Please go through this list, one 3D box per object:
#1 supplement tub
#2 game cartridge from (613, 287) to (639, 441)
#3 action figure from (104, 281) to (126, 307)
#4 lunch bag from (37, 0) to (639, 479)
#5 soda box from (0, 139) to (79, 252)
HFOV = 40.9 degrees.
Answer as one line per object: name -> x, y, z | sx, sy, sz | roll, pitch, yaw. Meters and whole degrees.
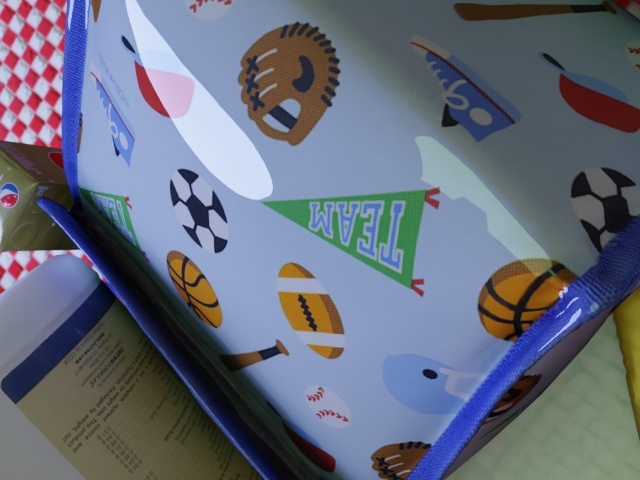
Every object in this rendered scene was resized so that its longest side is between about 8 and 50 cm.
supplement tub -> -0.158, 0.193, 0.593 | 0.228, 0.228, 0.316 | -34, 102, 21
game cartridge -> 0.347, 0.144, 0.506 | 0.285, 0.053, 0.323 | -13, 82, 24
action figure -> -0.180, 0.051, 0.753 | 0.115, 0.030, 0.038 | 14, 102, 19
lunch bag -> 0.000, 0.000, 0.538 | 0.328, 0.239, 0.385 | 46, 143, 17
soda box -> -0.190, -0.032, 0.672 | 0.058, 0.181, 0.061 | 38, 105, 20
